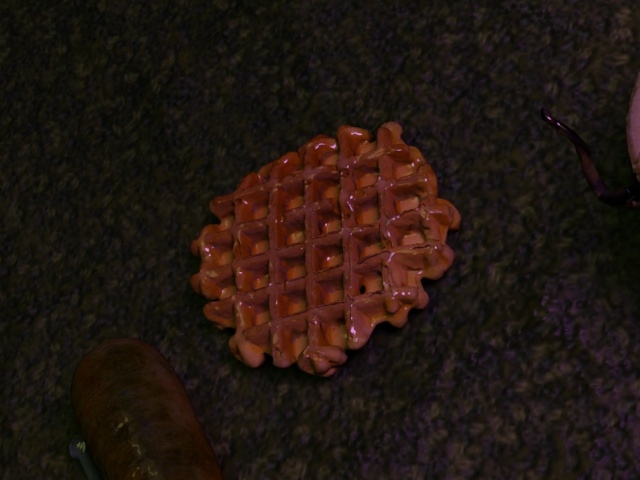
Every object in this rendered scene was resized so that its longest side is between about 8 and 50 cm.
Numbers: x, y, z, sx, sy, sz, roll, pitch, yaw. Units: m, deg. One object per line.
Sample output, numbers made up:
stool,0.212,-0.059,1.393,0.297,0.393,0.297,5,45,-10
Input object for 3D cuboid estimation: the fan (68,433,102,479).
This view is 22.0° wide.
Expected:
fan,-0.122,0.199,1.049,0.038,0.016,0.193,-39,52,8

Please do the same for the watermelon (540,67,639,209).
watermelon,0.272,-0.051,0.887,0.232,0.127,0.204,-36,52,6

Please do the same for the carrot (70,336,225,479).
carrot,-0.070,0.204,0.982,0.074,0.074,0.358,-34,53,9

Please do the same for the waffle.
waffle,0.000,0.005,1.072,0.191,0.038,0.191,-13,59,23
